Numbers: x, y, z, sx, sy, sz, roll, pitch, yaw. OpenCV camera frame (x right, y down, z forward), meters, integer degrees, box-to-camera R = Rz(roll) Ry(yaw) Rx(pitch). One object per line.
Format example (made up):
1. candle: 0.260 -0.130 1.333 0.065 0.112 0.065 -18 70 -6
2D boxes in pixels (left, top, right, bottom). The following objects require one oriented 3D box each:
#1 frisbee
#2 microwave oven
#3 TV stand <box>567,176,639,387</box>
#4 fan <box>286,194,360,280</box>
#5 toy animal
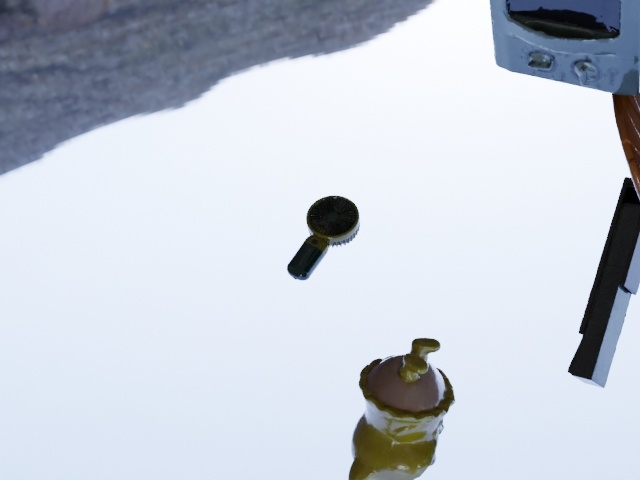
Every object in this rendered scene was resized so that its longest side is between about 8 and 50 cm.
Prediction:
1. frisbee: 0.362 -0.101 1.319 0.035 0.192 0.192 -16 -146 26
2. microwave oven: 0.267 -0.331 1.219 0.181 0.295 0.238 15 -121 23
3. TV stand: 0.363 0.051 1.486 0.040 0.049 0.257 12 -101 36
4. fan: 0.000 0.000 1.828 0.082 0.039 0.155 25 -120 22
5. toy animal: 0.108 0.238 1.663 0.156 0.230 0.156 13 -150 -8
